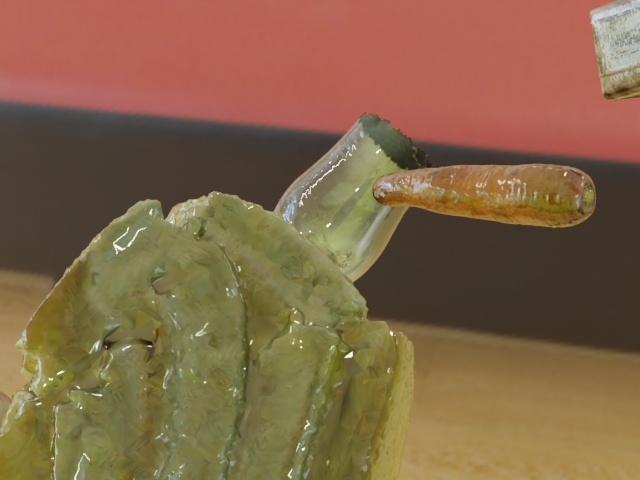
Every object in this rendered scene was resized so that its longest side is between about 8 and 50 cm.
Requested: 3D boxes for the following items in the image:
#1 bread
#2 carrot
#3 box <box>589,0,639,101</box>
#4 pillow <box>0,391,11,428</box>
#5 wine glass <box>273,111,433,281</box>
[{"bbox_3d":[-0.055,0.113,0.650,0.185,0.124,0.257,9,76,0],"label":"bread"},{"bbox_3d":[0.112,-0.034,1.041,0.191,0.047,0.047,2,46,37],"label":"carrot"},{"bbox_3d":[0.210,-0.122,0.848,0.045,0.062,0.098,-8,-1,-31],"label":"box"},{"bbox_3d":[-0.410,0.133,1.327,0.302,0.185,0.075,21,90,25],"label":"pillow"},{"bbox_3d":[0.000,0.000,1.211,0.222,0.103,0.103,-51,42,21],"label":"wine glass"}]
